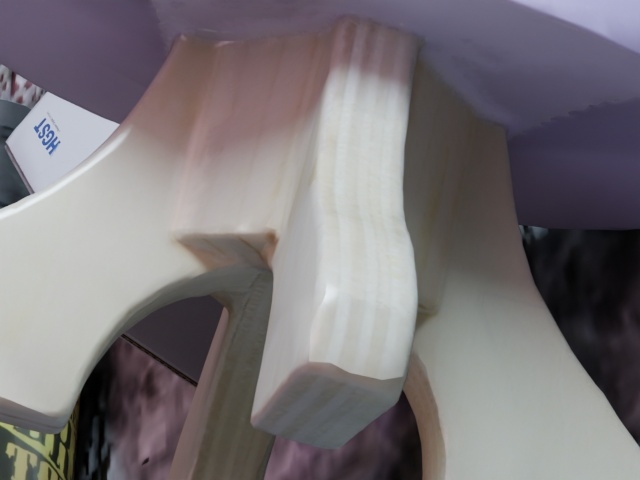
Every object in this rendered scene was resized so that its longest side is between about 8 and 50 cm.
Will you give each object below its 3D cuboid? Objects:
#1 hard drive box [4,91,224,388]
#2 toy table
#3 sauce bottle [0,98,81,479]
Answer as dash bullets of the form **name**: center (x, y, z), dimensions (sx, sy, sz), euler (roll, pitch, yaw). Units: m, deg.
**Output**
- **hard drive box**: center (-0.013, -0.070, 0.743), dimensions (0.232, 0.089, 0.181), euler (-47, 35, 6)
- **toy table**: center (0.000, 0.000, 0.538), dimensions (0.252, 0.274, 0.161), euler (95, -173, -70)
- **sauce bottle**: center (-0.161, 0.076, 0.762), dimensions (0.111, 0.111, 0.344), euler (-30, 42, 28)
